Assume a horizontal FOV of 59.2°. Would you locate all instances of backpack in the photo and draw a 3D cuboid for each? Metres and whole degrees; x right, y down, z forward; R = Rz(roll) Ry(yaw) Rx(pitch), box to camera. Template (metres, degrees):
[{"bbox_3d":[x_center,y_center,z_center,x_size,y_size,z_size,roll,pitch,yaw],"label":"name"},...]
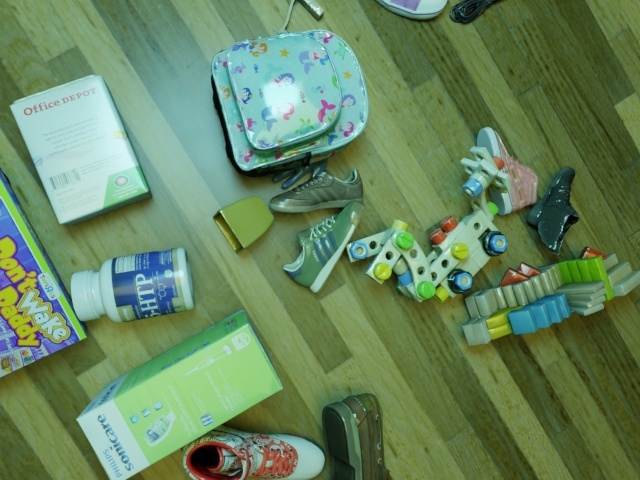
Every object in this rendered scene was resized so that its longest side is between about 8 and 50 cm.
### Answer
[{"bbox_3d":[-0.046,-0.241,0.965,0.253,0.191,0.225,-14,89,-13],"label":"backpack"}]

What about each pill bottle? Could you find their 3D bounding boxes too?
[{"bbox_3d":[-0.316,0.080,0.962,0.186,0.112,0.112,-10,91,-10],"label":"pill bottle"}]

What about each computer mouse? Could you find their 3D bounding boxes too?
[{"bbox_3d":[0.297,-0.582,1.109,0.184,0.060,0.262,-27,94,-9],"label":"computer mouse"}]

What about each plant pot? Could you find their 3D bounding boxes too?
[{"bbox_3d":[-0.133,-0.036,1.015,0.083,0.081,0.081,-35,95,-19],"label":"plant pot"}]

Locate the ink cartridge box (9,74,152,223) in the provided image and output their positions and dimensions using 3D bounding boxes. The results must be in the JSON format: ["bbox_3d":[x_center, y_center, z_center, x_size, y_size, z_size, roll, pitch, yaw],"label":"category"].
[{"bbox_3d":[-0.401,-0.151,0.962,0.154,0.093,0.213,-23,94,-10],"label":"ink cartridge box"}]

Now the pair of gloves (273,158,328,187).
[{"bbox_3d":[-0.047,-0.196,1.061,0.159,0.023,0.198,-32,93,-7],"label":"pair of gloves"}]

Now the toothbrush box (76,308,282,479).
[{"bbox_3d":[-0.221,0.241,0.929,0.283,0.206,0.122,-27,94,-10],"label":"toothbrush box"}]

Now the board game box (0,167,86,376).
[{"bbox_3d":[-0.546,0.048,0.856,0.233,0.078,0.347,-26,118,-18],"label":"board game box"}]

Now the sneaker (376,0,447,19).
[{"bbox_3d":[0.129,-0.519,1.029,0.282,0.161,0.102,29,83,-10],"label":"sneaker"}]

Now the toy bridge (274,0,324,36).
[{"bbox_3d":[-0.021,-0.447,1.068,0.063,0.026,0.188,45,82,-4],"label":"toy bridge"}]

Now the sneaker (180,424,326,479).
[{"bbox_3d":[-0.111,0.384,0.975,0.269,0.145,0.090,18,86,-9],"label":"sneaker"}]

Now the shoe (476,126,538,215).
[{"bbox_3d":[0.370,-0.144,1.115,0.081,0.063,0.178,-19,97,-11],"label":"shoe"}]

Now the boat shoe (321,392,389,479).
[{"bbox_3d":[0.079,0.432,1.025,0.104,0.110,0.308,-10,104,-33],"label":"boat shoe"}]

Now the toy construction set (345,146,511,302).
[{"bbox_3d":[0.226,-0.014,1.049,0.327,0.151,0.215,-42,98,3],"label":"toy construction set"}]

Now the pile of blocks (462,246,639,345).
[{"bbox_3d":[0.434,0.087,1.076,0.361,0.149,0.113,-21,93,-9],"label":"pile of blocks"}]

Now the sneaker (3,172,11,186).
[{"bbox_3d":[-0.626,-0.016,0.933,0.124,0.107,0.283,30,92,21],"label":"sneaker"}]

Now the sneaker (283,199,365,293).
[{"bbox_3d":[0.000,0.000,1.026,0.086,0.064,0.192,28,105,-6],"label":"sneaker"}]

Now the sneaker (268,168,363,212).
[{"bbox_3d":[-0.009,-0.093,1.034,0.188,0.066,0.071,-8,102,-27],"label":"sneaker"}]

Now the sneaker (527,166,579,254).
[{"bbox_3d":[0.477,-0.062,1.114,0.170,0.089,0.051,-52,138,-2],"label":"sneaker"}]
